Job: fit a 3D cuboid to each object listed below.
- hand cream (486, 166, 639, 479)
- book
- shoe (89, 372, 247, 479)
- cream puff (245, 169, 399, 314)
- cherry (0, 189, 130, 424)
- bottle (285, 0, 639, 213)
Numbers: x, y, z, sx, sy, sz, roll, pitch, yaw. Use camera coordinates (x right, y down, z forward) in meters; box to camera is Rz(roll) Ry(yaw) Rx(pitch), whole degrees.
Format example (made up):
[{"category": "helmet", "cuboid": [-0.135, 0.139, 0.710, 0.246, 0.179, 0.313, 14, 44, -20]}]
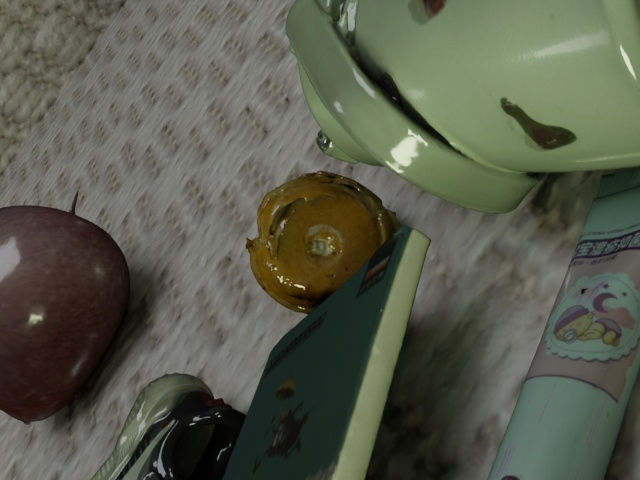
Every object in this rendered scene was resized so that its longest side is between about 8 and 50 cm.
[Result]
[{"category": "hand cream", "cuboid": [0.154, 0.081, 0.538, 0.085, 0.058, 0.331, -19, 34, 56]}, {"category": "book", "cuboid": [-0.034, 0.192, 0.634, 0.264, 0.031, 0.379, -46, 20, 52]}, {"category": "shoe", "cuboid": [-0.138, 0.225, 0.805, 0.112, 0.099, 0.227, -5, 56, 47]}, {"category": "cream puff", "cuboid": [0.000, 0.000, 0.802, 0.133, 0.119, 0.104, -36, 4, -18]}, {"category": "cherry", "cuboid": [-0.364, 0.081, 1.176, 0.261, 0.221, 0.307, 8, 85, 62]}, {"category": "bottle", "cuboid": [0.112, -0.133, 0.638, 0.352, 0.229, 0.229, -4, 57, 50]}]
